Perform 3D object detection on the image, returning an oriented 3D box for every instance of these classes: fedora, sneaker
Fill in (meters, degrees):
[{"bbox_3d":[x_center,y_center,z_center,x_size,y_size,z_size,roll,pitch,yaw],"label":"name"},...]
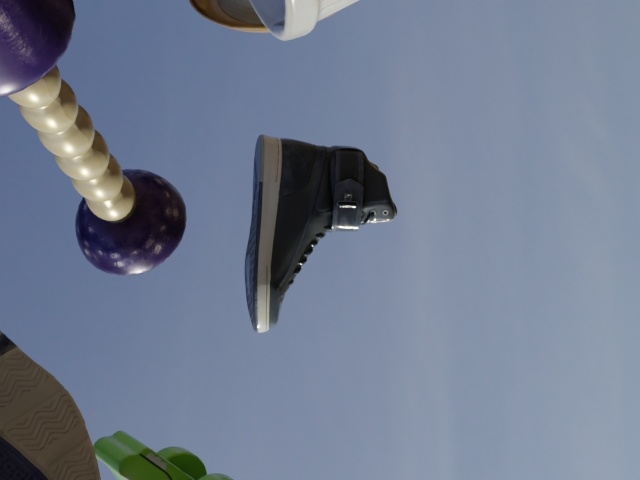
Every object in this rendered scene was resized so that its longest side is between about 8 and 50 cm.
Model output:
[{"bbox_3d":[-0.049,-0.288,1.259,0.194,0.194,0.079,-69,-20,-46],"label":"fedora"},{"bbox_3d":[-0.283,0.117,0.843,0.127,0.182,0.315,-27,-100,-43],"label":"sneaker"},{"bbox_3d":[0.000,0.000,1.379,0.086,0.163,0.226,-124,39,-69],"label":"sneaker"}]

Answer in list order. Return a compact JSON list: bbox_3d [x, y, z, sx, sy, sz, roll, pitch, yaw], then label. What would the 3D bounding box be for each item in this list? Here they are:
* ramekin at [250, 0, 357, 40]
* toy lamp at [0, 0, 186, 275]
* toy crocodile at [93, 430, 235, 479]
[{"bbox_3d":[-0.013,-0.293,0.897,0.273,0.127,0.273,161,90,-81],"label":"ramekin"},{"bbox_3d":[-0.137,-0.067,0.638,0.275,0.080,0.080,65,-157,-63],"label":"toy lamp"},{"bbox_3d":[-0.098,0.295,1.219,0.340,0.115,0.105,45,-107,-37],"label":"toy crocodile"}]
